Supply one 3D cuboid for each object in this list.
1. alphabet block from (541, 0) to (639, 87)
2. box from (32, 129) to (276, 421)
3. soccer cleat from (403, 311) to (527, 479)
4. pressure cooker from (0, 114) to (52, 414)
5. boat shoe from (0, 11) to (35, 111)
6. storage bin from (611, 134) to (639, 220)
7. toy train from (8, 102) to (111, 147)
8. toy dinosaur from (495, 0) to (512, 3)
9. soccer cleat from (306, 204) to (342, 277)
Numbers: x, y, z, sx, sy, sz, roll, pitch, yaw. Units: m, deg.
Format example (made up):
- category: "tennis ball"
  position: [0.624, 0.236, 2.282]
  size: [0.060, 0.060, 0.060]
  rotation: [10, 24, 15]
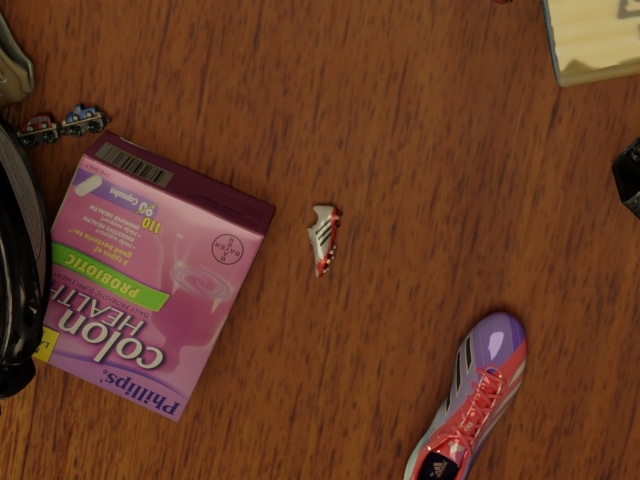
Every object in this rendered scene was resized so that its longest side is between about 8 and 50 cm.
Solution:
- category: "alphabet block"
  position: [0.315, -0.276, 1.686]
  size: [0.197, 0.192, 0.193]
  rotation: [-10, 107, 8]
- category: "box"
  position: [-0.198, 0.038, 1.868]
  size: [0.213, 0.117, 0.243]
  rotation: [25, 108, -2]
- category: "soccer cleat"
  position: [0.164, 0.197, 1.891]
  size: [0.083, 0.095, 0.248]
  rotation: [26, 108, -2]
- category: "pressure cooker"
  position: [-0.475, 0.014, 1.714]
  size: [0.420, 0.375, 0.370]
  rotation: [-16, 142, 29]
- category: "boat shoe"
  position: [-0.392, -0.279, 1.802]
  size: [0.103, 0.113, 0.302]
  rotation: [-13, 115, 8]
- category: "storage bin"
  position: [0.377, -0.072, 1.744]
  size: [0.084, 0.180, 0.122]
  rotation: [43, 106, -8]
- category: "toy train"
  position: [-0.309, -0.124, 1.879]
  size: [0.158, 0.027, 0.036]
  rotation: [-12, 94, 10]
- category: "toy dinosaur"
  position: [0.190, -0.294, 1.782]
  size: [0.090, 0.047, 0.082]
  rotation: [36, 120, 29]
- category: "soccer cleat"
  position: [0.000, 0.000, 1.885]
  size: [0.036, 0.029, 0.083]
  rotation: [14, 105, 10]
